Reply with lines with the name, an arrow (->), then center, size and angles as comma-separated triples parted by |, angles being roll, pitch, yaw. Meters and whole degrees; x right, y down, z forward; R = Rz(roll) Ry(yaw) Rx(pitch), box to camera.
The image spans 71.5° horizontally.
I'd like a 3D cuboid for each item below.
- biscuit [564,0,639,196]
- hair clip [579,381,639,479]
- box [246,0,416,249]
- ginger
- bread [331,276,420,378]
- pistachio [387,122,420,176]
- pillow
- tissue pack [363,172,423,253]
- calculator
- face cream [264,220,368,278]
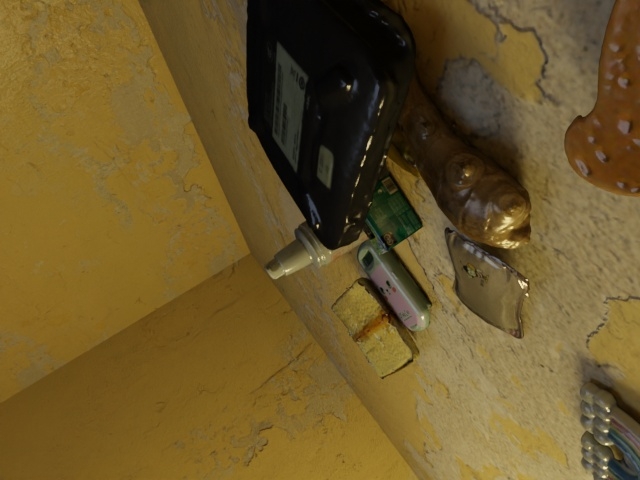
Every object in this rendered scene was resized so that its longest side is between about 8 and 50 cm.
biscuit -> 0.233, -0.159, 0.226 | 0.216, 0.047, 0.340 | 33, 149, 53
hair clip -> 0.409, 0.297, 0.582 | 0.140, 0.054, 0.220 | 46, 159, 60
box -> -0.015, -0.204, 0.655 | 0.350, 0.091, 0.359 | 59, 155, 31
ginger -> 0.148, -0.114, 0.531 | 0.294, 0.086, 0.131 | 60, -172, 10
bread -> 0.122, 0.209, 1.069 | 0.240, 0.135, 0.178 | 55, -176, 18
pistachio -> 0.099, -0.160, 0.652 | 0.173, 0.049, 0.089 | 46, -176, 34
pillow -> 0.234, 0.068, 0.631 | 0.130, 0.038, 0.233 | 41, 170, 35
tissue pack -> 0.109, -0.043, 0.786 | 0.111, 0.085, 0.079 | 57, 167, 2
calculator -> 0.157, 0.089, 0.976 | 0.246, 0.045, 0.141 | 56, 165, 11
face cream -> 0.000, 0.000, 0.893 | 0.101, 0.251, 0.101 | 53, 165, 21
